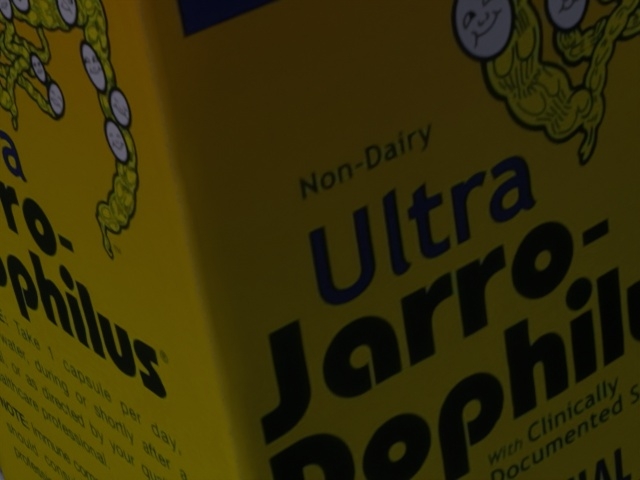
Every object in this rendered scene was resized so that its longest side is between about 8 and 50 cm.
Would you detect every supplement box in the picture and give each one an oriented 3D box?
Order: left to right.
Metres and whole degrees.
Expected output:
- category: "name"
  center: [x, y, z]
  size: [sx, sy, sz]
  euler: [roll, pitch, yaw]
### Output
- category: "supplement box"
  center: [0.000, 0.000, 0.581]
  size: [0.195, 0.194, 0.356]
  euler: [27, 137, 48]
